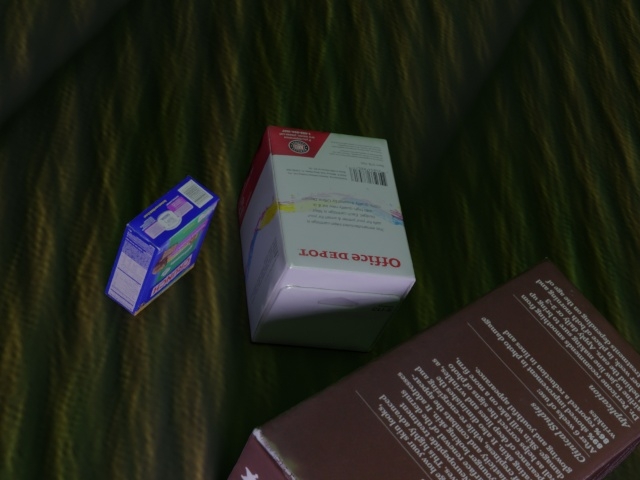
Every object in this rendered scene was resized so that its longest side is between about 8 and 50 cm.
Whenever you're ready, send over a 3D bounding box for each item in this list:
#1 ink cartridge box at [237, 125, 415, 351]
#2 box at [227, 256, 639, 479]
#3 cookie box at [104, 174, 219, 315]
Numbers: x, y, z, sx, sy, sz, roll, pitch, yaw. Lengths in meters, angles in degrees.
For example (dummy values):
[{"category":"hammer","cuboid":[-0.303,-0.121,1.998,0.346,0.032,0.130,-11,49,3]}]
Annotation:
[{"category":"ink cartridge box","cuboid":[0.000,0.000,1.199,0.128,0.127,0.176,7,50,-18]},{"category":"box","cuboid":[0.120,0.185,1.089,0.381,0.143,0.191,-25,65,-38]},{"category":"cookie box","cuboid":[-0.147,0.005,1.149,0.040,0.107,0.092,38,49,10]}]
